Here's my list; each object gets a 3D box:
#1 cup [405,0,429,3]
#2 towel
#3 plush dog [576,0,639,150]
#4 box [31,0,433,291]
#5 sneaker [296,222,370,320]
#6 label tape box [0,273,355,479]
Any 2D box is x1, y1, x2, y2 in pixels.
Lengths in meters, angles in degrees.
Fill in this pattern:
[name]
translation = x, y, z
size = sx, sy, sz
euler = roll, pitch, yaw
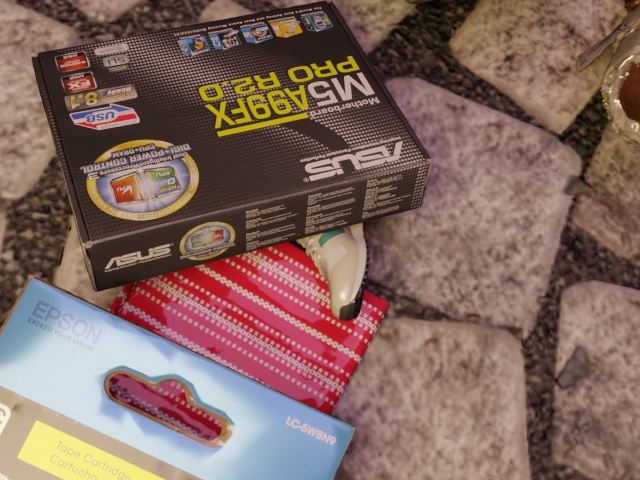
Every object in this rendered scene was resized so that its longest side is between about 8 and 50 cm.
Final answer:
[cup]
translation = 0.131, -0.347, 0.753
size = 0.331, 0.331, 0.237
euler = -17, 101, -16
[towel]
translation = -0.090, 0.110, 0.677
size = 0.199, 0.031, 0.275
euler = 32, 68, 1
[plush dog]
translation = 0.397, -0.154, 0.806
size = 0.225, 0.210, 0.262
euler = 43, 97, -9
[box]
translation = -0.077, -0.090, 0.695
size = 0.270, 0.060, 0.216
euler = -14, 53, -15
[sneaker]
translation = 0.000, 0.000, 0.705
size = 0.075, 0.057, 0.161
euler = 4, 48, -2
[label tape box]
translation = -0.155, 0.227, 0.555
size = 0.241, 0.106, 0.333
euler = 26, 76, -1
